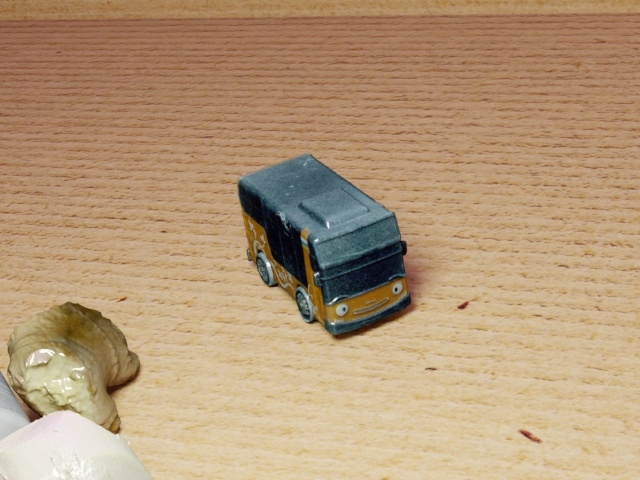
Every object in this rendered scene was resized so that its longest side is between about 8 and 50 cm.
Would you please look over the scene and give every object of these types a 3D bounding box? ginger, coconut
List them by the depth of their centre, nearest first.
[{"bbox_3d":[-0.316,0.324,1.775,0.227,0.227,0.230,-22,38,-21],"label":"coconut"},{"bbox_3d":[-0.357,0.193,2.114,0.221,0.130,0.275,45,20,19],"label":"ginger"}]

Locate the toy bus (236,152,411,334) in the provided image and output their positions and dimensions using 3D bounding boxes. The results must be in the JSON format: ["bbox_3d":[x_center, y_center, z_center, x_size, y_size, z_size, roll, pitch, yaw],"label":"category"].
[{"bbox_3d":[0.000,0.000,2.307,0.161,0.194,0.323,-20,29,-20],"label":"toy bus"}]

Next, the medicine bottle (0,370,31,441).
[{"bbox_3d":[-0.478,0.276,1.989,0.157,0.157,0.288,-20,29,-19],"label":"medicine bottle"}]
